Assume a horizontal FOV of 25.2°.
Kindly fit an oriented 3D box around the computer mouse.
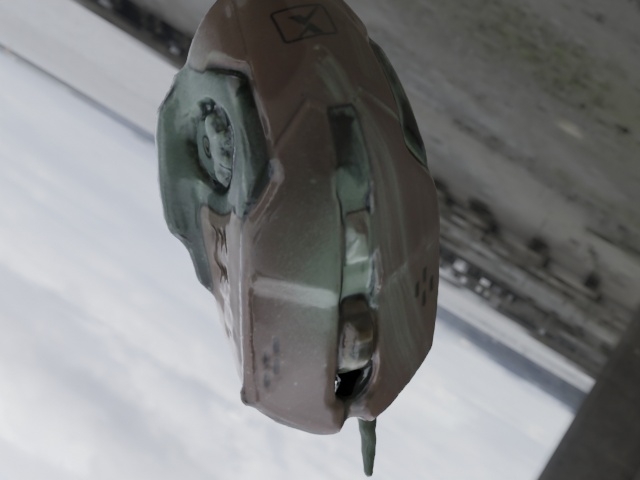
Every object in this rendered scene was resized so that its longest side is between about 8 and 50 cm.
[{"bbox_3d":[0.002,-0.001,1.020,0.199,0.389,0.115,-16,-168,-22],"label":"computer mouse"}]
